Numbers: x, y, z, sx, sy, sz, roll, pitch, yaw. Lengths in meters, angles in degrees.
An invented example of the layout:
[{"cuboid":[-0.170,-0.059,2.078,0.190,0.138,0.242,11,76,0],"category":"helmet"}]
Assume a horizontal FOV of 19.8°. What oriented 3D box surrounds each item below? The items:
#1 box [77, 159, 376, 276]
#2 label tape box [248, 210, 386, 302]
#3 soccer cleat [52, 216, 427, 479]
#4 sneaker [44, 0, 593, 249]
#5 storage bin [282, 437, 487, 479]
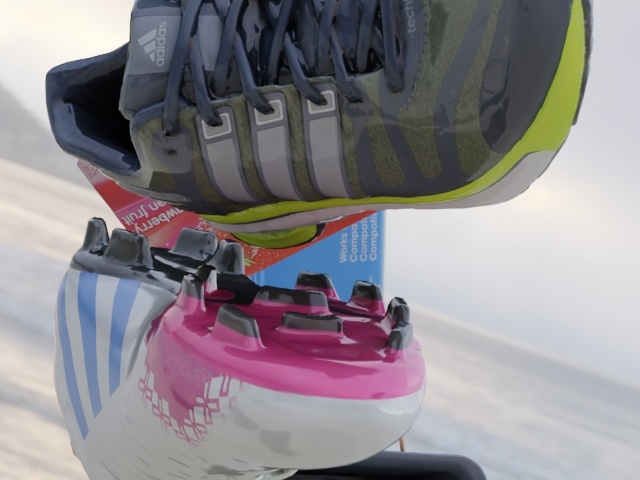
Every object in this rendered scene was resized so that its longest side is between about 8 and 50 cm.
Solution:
[{"cuboid":[-0.009,-0.084,1.161,0.128,0.257,0.122,55,19,-25],"category":"box"},{"cuboid":[0.000,0.000,1.465,0.106,0.240,0.333,1,8,0],"category":"label tape box"},{"cuboid":[-0.044,0.078,0.829,0.116,0.143,0.331,5,6,-21],"category":"soccer cleat"},{"cuboid":[-0.008,-0.062,0.705,0.121,0.111,0.300,10,-19,-30],"category":"sneaker"},{"cuboid":[0.016,0.156,1.061,0.135,0.098,0.091,5,-6,-22],"category":"storage bin"}]
